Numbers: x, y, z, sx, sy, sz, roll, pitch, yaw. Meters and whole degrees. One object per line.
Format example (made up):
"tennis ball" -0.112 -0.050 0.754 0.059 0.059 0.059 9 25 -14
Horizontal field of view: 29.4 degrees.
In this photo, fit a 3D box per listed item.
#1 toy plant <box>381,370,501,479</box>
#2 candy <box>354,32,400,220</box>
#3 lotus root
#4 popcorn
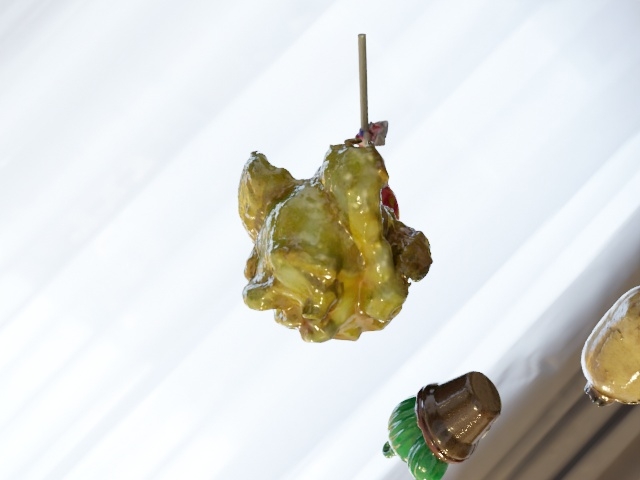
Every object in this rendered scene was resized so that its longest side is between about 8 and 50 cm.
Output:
"toy plant" 0.154 0.258 1.639 0.105 0.200 0.143 29 -145 -26
"candy" 0.072 -0.167 2.053 0.124 0.124 0.365 -144 47 -59
"lotus root" 0.558 0.192 2.143 0.146 0.284 0.160 -9 -130 -40
"popcorn" -0.004 0.005 1.838 0.326 0.290 0.321 35 171 -3
